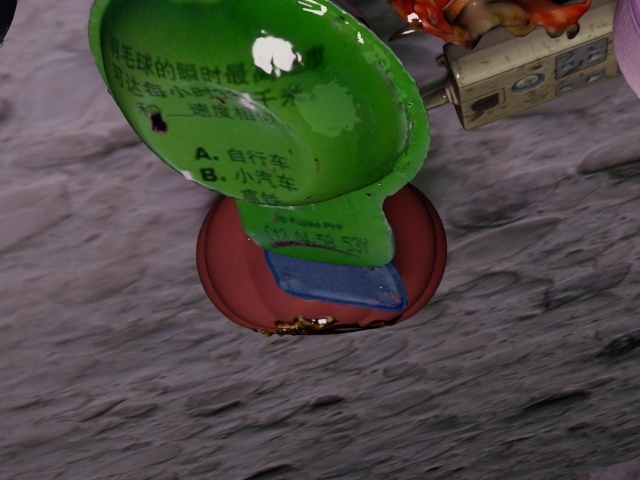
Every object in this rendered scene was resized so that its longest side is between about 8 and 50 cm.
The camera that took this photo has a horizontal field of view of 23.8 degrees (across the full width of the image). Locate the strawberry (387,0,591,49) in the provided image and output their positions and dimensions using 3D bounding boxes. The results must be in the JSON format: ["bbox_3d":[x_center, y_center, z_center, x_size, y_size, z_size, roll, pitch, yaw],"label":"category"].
[{"bbox_3d":[0.118,-0.195,0.790,0.167,0.087,0.208,-15,149,-44],"label":"strawberry"}]

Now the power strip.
[{"bbox_3d":[0.176,-0.134,1.038,0.268,0.034,0.092,-20,159,1],"label":"power strip"}]

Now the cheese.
[{"bbox_3d":[-0.025,-0.056,0.875,0.204,0.083,0.320,8,147,24],"label":"cheese"}]

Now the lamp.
[{"bbox_3d":[0.000,0.000,1.094,0.182,0.140,0.182,-4,171,-1],"label":"lamp"}]

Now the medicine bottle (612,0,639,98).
[{"bbox_3d":[0.261,-0.174,0.848,0.152,0.152,0.254,-16,158,-9],"label":"medicine bottle"}]

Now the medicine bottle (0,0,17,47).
[{"bbox_3d":[-0.227,-0.101,0.621,0.293,0.141,0.141,-26,158,18],"label":"medicine bottle"}]
